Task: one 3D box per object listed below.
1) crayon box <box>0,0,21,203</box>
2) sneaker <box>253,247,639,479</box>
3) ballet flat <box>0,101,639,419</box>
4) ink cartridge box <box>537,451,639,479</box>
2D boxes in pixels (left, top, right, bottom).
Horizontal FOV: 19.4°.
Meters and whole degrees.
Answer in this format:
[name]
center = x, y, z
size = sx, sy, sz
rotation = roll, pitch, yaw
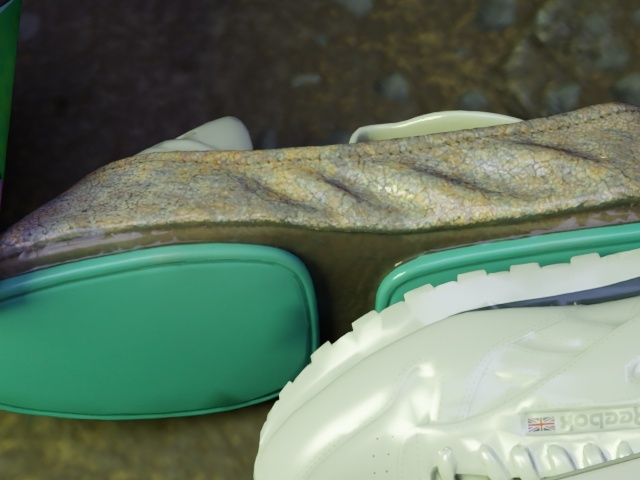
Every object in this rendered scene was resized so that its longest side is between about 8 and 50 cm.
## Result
[crayon box]
center = -0.251, -0.044, 0.681
size = 0.278, 0.081, 0.165
rotation = -9, 63, 20
[sneaker]
center = 0.089, 0.065, 0.658
size = 0.235, 0.090, 0.095
rotation = -20, 43, 6
[ballet flat]
center = 0.000, 0.000, 0.720
size = 0.316, 0.107, 0.106
rotation = -4, 45, -8
[ink cartridge box]
center = 0.077, 0.155, 0.576
size = 0.283, 0.207, 0.117
rotation = -14, 64, -7
